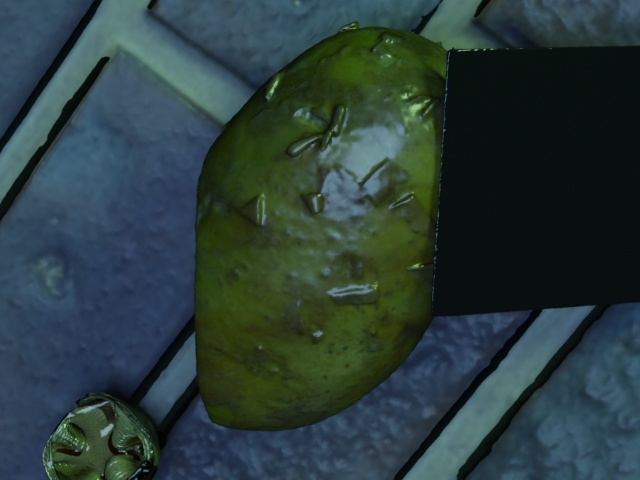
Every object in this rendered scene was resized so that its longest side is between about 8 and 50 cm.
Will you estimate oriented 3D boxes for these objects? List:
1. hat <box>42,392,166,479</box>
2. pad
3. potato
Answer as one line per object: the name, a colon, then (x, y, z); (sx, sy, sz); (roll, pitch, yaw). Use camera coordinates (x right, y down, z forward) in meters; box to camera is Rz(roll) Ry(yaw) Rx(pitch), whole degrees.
hat: (-0.147, 0.149, 1.311); (0.076, 0.059, 0.077); (46, 103, 13)
pad: (0.185, -0.041, 1.162); (0.245, 0.006, 0.170); (-3, 107, -19)
potato: (0.000, 0.000, 1.200); (0.176, 0.141, 0.298); (30, 108, 12)
